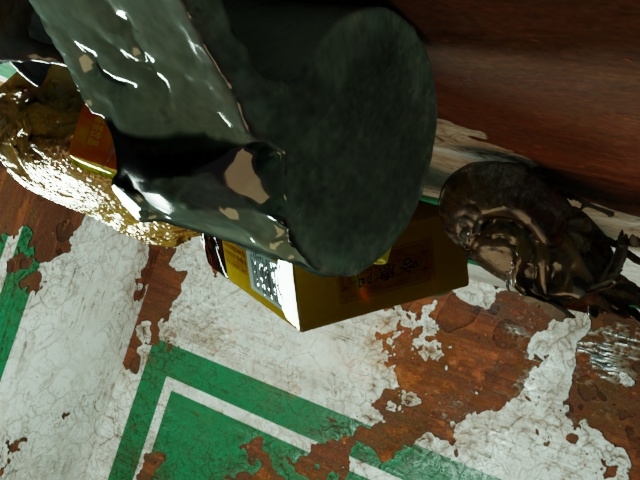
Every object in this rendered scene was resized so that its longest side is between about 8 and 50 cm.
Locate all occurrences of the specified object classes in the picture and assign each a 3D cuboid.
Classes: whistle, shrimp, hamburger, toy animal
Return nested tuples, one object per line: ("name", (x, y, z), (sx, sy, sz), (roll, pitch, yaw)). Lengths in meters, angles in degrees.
("whistle", (-0.070, -0.096, 0.554), (0.168, 0.188, 0.405), (16, 176, 35))
("shrimp", (0.287, 0.015, 0.940), (0.343, 0.145, 0.116), (30, -150, -10))
("hamburger", (-0.268, -0.119, 1.073), (0.314, 0.170, 0.290), (28, 152, -33))
("toy animal", (-0.264, -0.190, 0.667), (0.185, 0.122, 0.298), (8, -173, -13))

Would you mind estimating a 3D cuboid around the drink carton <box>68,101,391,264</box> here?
("drink carton", (-0.078, -0.096, 0.905), (0.351, 0.154, 0.111), (19, 177, -14))

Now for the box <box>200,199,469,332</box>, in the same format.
("box", (0.000, -0.001, 1.251), (0.264, 0.116, 0.415), (-15, -164, -23))

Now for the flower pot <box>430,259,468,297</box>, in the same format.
("flower pot", (0.133, 0.033, 1.669), (0.254, 0.165, 0.367), (12, 170, -29))

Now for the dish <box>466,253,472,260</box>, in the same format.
("dish", (0.298, 0.003, 1.226), (0.243, 0.080, 0.182), (15, 176, 37))
